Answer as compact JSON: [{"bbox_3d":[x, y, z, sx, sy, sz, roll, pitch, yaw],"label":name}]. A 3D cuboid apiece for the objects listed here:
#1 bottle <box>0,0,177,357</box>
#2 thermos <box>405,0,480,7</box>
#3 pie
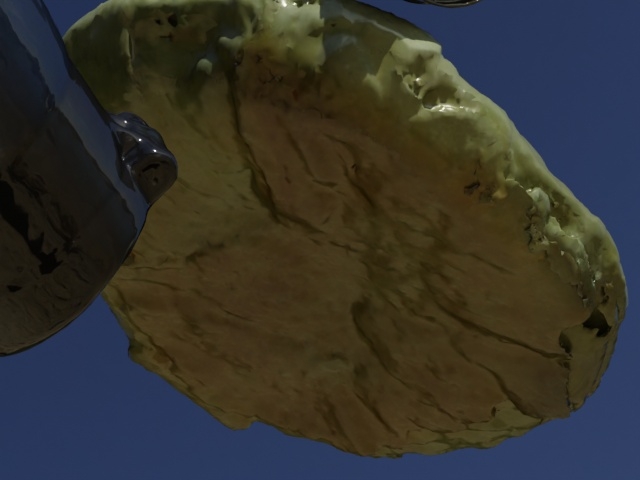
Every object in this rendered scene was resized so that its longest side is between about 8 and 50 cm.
[{"bbox_3d":[-0.123,-0.076,0.394,0.082,0.072,0.244,-39,-60,-6],"label":"bottle"},{"bbox_3d":[0.011,-0.141,0.804,0.083,0.188,0.073,-1,-80,-30],"label":"thermos"},{"bbox_3d":[0.000,0.000,0.840,0.306,0.071,0.306,17,-33,12],"label":"pie"}]
